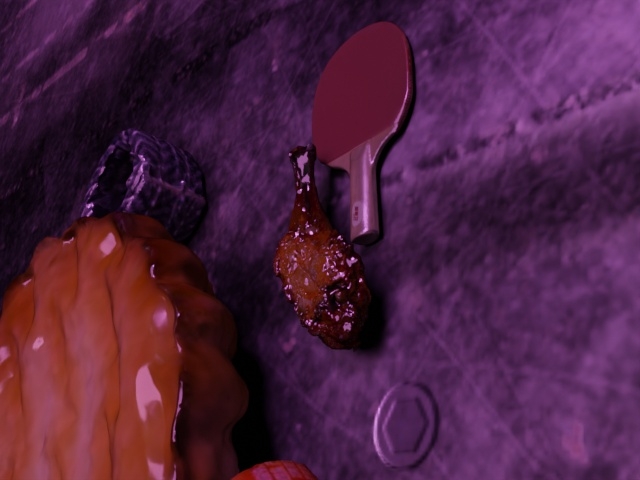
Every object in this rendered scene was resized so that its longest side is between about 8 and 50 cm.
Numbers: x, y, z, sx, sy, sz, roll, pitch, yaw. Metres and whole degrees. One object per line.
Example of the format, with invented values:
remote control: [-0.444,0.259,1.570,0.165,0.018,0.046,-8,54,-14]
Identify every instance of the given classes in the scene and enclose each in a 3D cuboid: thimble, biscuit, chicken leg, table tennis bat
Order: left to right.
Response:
biscuit: [-0.157,0.143,0.594,0.325,0.107,0.326,-22,60,44]
thimble: [-0.145,-0.033,0.697,0.104,0.066,0.095,-36,50,37]
chicken leg: [-0.002,0.004,0.517,0.062,0.037,0.145,-64,31,33]
table tennis bat: [0.027,-0.069,0.545,0.087,0.013,0.157,-27,51,39]

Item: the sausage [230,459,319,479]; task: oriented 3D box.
sausage: [0.030,0.197,0.357,0.274,0.074,0.074,39,104,53]
